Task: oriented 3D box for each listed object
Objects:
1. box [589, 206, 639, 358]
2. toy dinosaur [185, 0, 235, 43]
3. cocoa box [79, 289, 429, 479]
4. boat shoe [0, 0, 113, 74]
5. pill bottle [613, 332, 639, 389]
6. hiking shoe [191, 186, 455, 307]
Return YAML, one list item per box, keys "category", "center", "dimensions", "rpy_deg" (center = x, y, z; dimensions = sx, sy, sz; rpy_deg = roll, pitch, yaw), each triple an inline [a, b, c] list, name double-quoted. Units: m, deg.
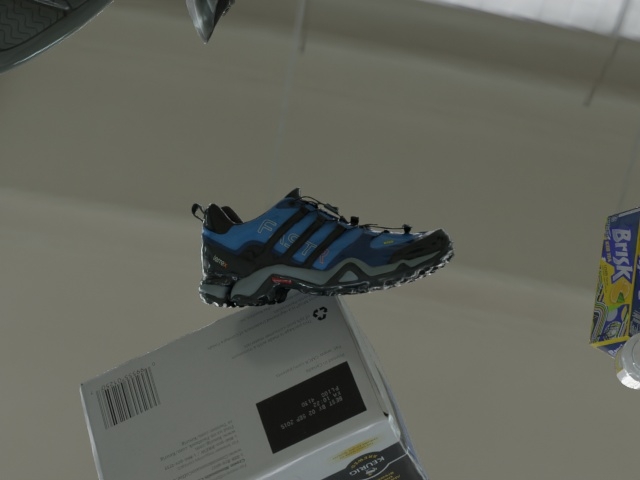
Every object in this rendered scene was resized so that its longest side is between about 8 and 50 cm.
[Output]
- category: "box"
  center: [0.356, 0.049, 1.570]
  dimensions: [0.054, 0.059, 0.169]
  rpy_deg: [30, -121, -29]
- category: "toy dinosaur"
  center: [-0.070, -0.199, 0.452]
  dimensions: [0.218, 0.164, 0.322]
  rpy_deg: [39, -178, -11]
- category: "cocoa box"
  center: [-0.077, 0.245, 1.678]
  dimensions: [0.347, 0.228, 0.231]
  rpy_deg: [-25, -127, 4]
- category: "boat shoe"
  center: [-0.084, -0.189, 0.679]
  dimensions: [0.320, 0.118, 0.103]
  rpy_deg: [-36, -150, -13]
- category: "pill bottle"
  center: [0.275, 0.102, 1.162]
  dimensions: [0.043, 0.083, 0.043]
  rpy_deg: [-1, -101, 5]
- category: "hiking shoe"
  center: [0.000, 0.000, 1.573]
  dimensions: [0.304, 0.113, 0.132]
  rpy_deg: [-7, -94, 8]
